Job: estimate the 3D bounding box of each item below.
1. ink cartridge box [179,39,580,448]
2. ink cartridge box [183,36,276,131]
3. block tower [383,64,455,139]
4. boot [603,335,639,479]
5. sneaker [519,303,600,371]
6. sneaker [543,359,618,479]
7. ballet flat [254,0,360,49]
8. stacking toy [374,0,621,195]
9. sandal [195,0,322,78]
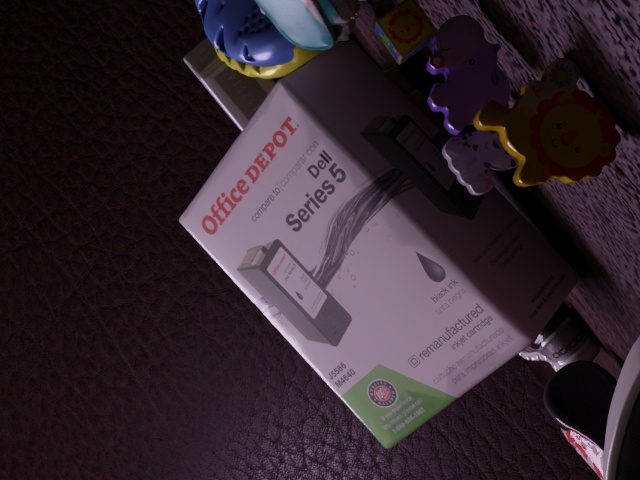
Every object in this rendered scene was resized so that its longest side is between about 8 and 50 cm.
[{"bbox_3d":[0.041,0.005,0.832,0.273,0.198,0.115,46,-138,5],"label":"ink cartridge box"},{"bbox_3d":[-0.044,-0.120,1.184,0.296,0.066,0.261,51,-179,-23],"label":"ink cartridge box"},{"bbox_3d":[0.056,-0.113,1.046,0.091,0.097,0.335,52,-179,-6],"label":"block tower"},{"bbox_3d":[0.205,0.107,0.533,0.176,0.088,0.244,-60,-39,-54],"label":"boot"},{"bbox_3d":[0.230,0.087,1.053,0.075,0.063,0.170,51,178,-10],"label":"sneaker"},{"bbox_3d":[0.313,0.225,0.894,0.145,0.090,0.270,44,-174,-34],"label":"sneaker"},{"bbox_3d":[-0.036,-0.210,0.634,0.091,0.077,0.241,14,165,24],"label":"ballet flat"},{"bbox_3d":[0.049,-0.117,0.493,0.221,0.052,0.167,54,-179,-1],"label":"stacking toy"},{"bbox_3d":[-0.082,-0.259,0.875,0.317,0.126,0.138,53,178,40],"label":"sandal"}]
